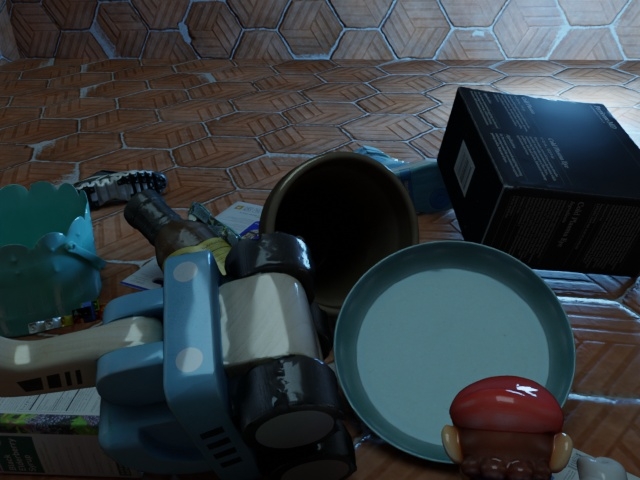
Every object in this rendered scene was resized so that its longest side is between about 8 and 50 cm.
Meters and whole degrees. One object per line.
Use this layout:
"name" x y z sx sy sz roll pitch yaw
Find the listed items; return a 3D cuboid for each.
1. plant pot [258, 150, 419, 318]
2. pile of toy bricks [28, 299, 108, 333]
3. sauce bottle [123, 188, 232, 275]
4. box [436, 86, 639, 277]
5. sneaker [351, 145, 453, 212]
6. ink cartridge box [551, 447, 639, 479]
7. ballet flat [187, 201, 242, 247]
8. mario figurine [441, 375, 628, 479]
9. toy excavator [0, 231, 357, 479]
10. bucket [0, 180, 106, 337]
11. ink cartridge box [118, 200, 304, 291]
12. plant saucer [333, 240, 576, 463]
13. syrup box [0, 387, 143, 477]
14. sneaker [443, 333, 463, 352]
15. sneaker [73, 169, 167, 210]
"plant pot" 0.000 0.000 1.106 0.263 0.263 0.229 -16 1 -23
"pile of toy bricks" -0.333 0.150 1.020 0.212 0.118 0.105 -13 -3 16
"sauce bottle" -0.183 0.047 1.039 0.344 0.111 0.111 40 46 22
"box" 0.416 -0.115 1.216 0.312 0.179 0.343 4 40 -7
"sneaker" 0.181 -0.153 1.485 0.318 0.127 0.208 -3 29 -2
"ink cartridge box" 0.296 0.288 0.723 0.122 0.052 0.088 18 35 37
"ballet flat" -0.216 -0.020 1.217 0.070 0.070 0.188 -20 30 -28
"mario figurine" 0.188 0.289 0.646 0.198 0.170 0.321 27 50 -17
"toy excavator" -0.209 0.137 0.700 0.445 0.433 0.222 -13 51 0
"bucket" -0.527 0.028 1.158 0.281 0.183 0.281 -2 29 1
"ink cartridge box" -0.186 0.033 1.239 0.175 0.069 0.371 12 29 25
"plant saucer" 0.177 0.145 0.887 0.317 0.044 0.318 -4 58 7
"syrup box" -0.339 0.237 0.842 0.236 0.093 0.096 0 29 5
"sneaker" 0.205 0.173 0.923 0.063 0.075 0.170 -18 32 -26
"sneaker" -0.491 -0.136 1.572 0.234 0.078 0.106 -15 33 -16
